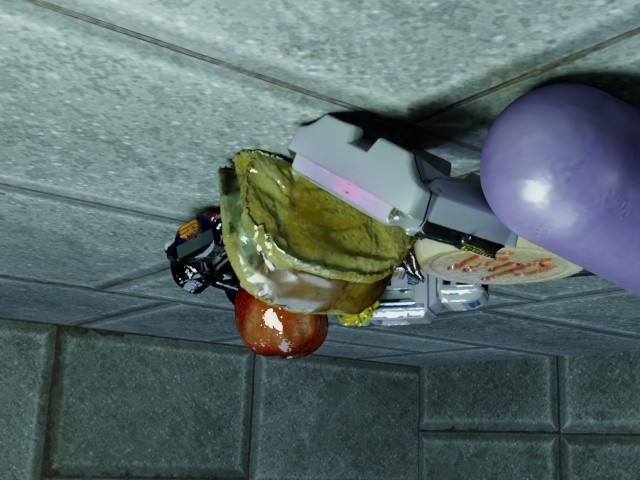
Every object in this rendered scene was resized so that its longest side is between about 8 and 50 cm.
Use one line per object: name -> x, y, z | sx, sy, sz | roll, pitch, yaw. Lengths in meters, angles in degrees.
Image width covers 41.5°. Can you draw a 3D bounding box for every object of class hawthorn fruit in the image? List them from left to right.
hawthorn fruit -> -0.064, 0.098, 1.388 | 0.157, 0.193, 0.157 | 2, -168, 0

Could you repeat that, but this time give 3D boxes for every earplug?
earplug -> 0.361, -0.046, 0.972 | 0.456, 0.215, 0.215 | 18, 160, -37

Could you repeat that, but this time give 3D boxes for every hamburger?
hamburger -> 0.000, 0.000, 1.178 | 0.309, 0.211, 0.132 | 9, 160, -21

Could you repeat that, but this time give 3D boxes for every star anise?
star anise -> 0.116, 0.006, 1.383 | 0.157, 0.053, 0.212 | 43, 162, 0

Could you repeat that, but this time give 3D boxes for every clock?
clock -> 0.097, -0.069, 0.998 | 0.186, 0.083, 0.253 | 15, -168, -41

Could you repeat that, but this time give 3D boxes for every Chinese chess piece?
Chinese chess piece -> 0.276, -0.010, 1.293 | 0.270, 0.112, 0.270 | 2, 165, 1

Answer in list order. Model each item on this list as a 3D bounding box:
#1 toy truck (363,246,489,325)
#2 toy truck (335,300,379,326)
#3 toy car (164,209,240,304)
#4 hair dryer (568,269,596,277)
toy truck -> 0.182, 0.077, 1.566 | 0.268, 0.155, 0.124 | -3, 165, 19
toy truck -> 0.038, 0.056, 1.438 | 0.098, 0.114, 0.227 | -35, 149, -10
toy car -> -0.131, 0.022, 1.479 | 0.193, 0.118, 0.301 | -27, 150, 24
hair dryer -> 0.496, -0.020, 1.305 | 0.236, 0.091, 0.271 | -8, 153, -3
